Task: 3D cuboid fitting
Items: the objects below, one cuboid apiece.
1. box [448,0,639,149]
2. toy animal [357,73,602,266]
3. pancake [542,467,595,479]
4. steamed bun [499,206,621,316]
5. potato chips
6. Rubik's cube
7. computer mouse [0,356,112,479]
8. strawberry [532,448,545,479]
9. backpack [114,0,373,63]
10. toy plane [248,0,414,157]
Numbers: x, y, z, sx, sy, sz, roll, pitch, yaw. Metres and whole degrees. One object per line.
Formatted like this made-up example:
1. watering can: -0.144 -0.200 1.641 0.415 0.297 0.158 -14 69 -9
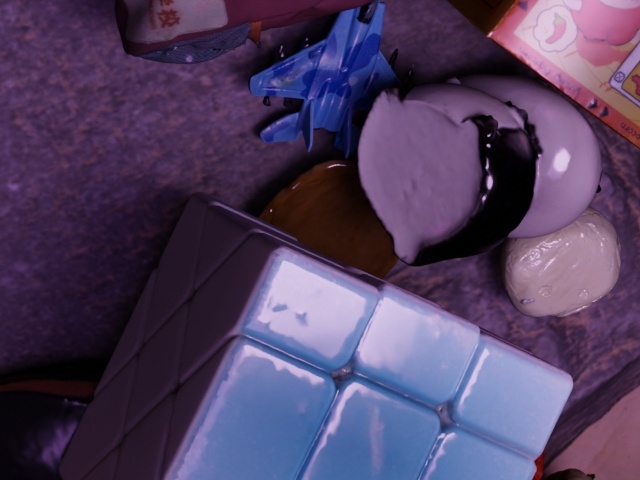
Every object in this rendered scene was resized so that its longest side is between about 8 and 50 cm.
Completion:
1. box: 0.307 -0.258 1.710 0.259 0.214 0.283 33 102 -21
2. toy animal: 0.164 -0.077 1.750 0.235 0.187 0.165 -15 120 -43
3. pancake: 0.209 0.365 1.927 0.049 0.282 0.282 30 104 -4
4. steamed bun: 0.240 0.013 1.871 0.130 0.091 0.112 -24 120 -5
5. potato chips: 0.000 0.000 1.829 0.150 0.049 0.202 25 117 -26
6. Rubik's cube: -0.017 0.175 1.666 0.316 0.319 0.322 27 91 -21
7. computer mouse: -0.215 0.207 1.840 0.323 0.116 0.183 -8 117 -10
8. strawberry: 0.103 0.291 1.912 0.150 0.253 0.280 36 73 -62
9. backpack: -0.045 -0.318 1.606 0.317 0.197 0.283 -10 111 5
10. toy plane: 0.026 -0.190 1.742 0.169 0.078 0.246 8 116 -16
